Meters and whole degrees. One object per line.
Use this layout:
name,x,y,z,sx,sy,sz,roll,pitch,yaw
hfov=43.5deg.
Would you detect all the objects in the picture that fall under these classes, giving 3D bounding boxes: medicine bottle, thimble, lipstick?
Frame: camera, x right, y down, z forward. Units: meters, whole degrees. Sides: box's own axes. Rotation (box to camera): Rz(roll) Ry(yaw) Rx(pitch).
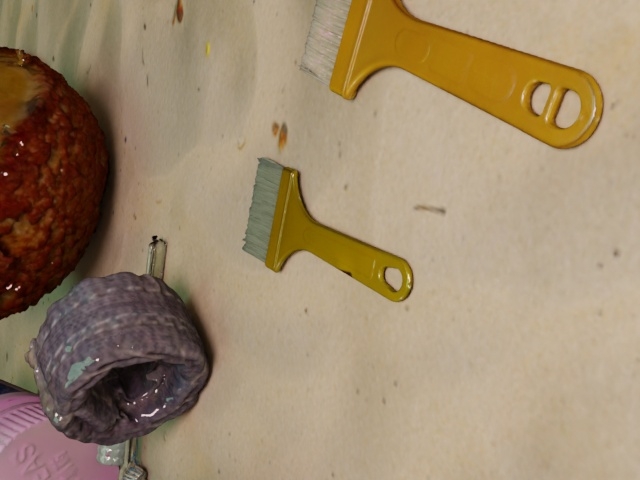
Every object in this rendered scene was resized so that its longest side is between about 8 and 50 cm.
medicine bottle,-0.386,0.258,0.943,0.291,0.178,0.178,4,92,44
thimble,-0.180,0.106,0.721,0.097,0.150,0.150,58,133,34
lipstick,-0.220,0.184,0.873,0.037,0.037,0.116,7,91,55

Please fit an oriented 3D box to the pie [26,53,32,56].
pie,-0.529,-0.174,1.170,0.323,0.323,0.070,46,169,46

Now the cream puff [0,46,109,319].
cream puff,-0.373,-0.054,0.930,0.351,0.229,0.350,-30,44,34

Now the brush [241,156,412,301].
brush,0.000,0.000,0.586,0.205,0.011,0.083,28,110,51

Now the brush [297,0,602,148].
brush,0.066,-0.117,0.495,0.272,0.013,0.103,40,121,47

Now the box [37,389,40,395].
box,-0.376,0.313,1.094,0.109,0.029,0.198,41,121,48

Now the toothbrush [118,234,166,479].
toothbrush,-0.185,0.139,0.832,0.028,0.026,0.294,10,98,36
